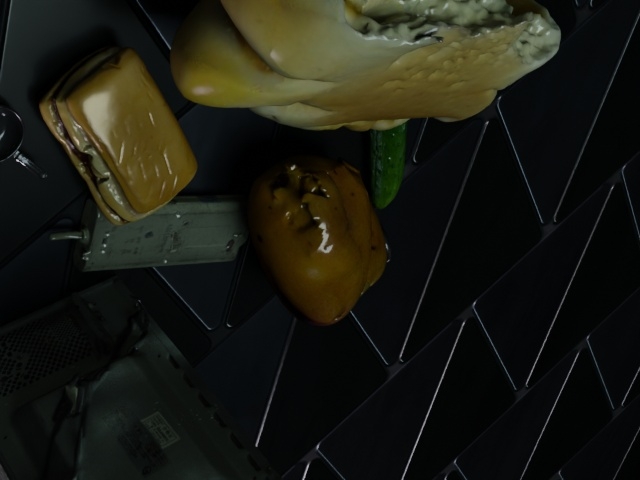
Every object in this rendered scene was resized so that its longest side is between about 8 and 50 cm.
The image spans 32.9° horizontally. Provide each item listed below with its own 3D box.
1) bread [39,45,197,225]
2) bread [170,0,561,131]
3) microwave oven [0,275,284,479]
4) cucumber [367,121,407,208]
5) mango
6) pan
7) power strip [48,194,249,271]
[{"bbox_3d":[-0.214,-0.109,1.190,0.116,0.077,0.200,-45,133,-24],"label":"bread"},{"bbox_3d":[0.060,-0.224,1.153,0.424,0.329,0.245,-5,124,-45],"label":"bread"},{"bbox_3d":[-0.220,0.302,1.245,0.236,0.432,0.374,-25,133,-24],"label":"microwave oven"},{"bbox_3d":[0.091,-0.147,1.447,0.056,0.056,0.250,-24,136,-24],"label":"cucumber"},{"bbox_3d":[0.000,0.000,1.391,0.153,0.201,0.287,-11,146,10],"label":"mango"},{"bbox_3d":[-0.333,-0.102,1.146,0.068,0.023,0.115,-46,136,-3],"label":"pan"},{"bbox_3d":[-0.204,-0.010,1.318,0.268,0.034,0.092,-4,123,-39],"label":"power strip"}]
